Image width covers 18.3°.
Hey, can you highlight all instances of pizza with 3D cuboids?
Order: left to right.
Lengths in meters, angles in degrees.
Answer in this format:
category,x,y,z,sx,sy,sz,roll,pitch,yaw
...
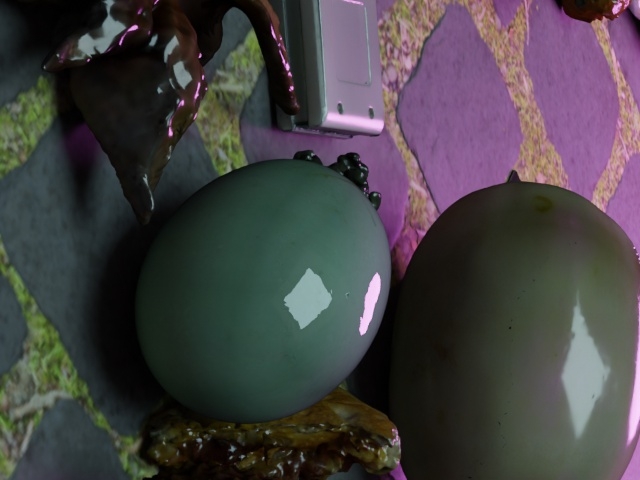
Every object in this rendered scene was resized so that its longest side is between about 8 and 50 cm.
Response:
category,x,y,z,sx,sy,sz,roll,pitch,yaw
pizza,-0.044,0.148,1.439,0.194,0.154,0.069,-7,113,-34

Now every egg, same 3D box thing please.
category,x,y,z,sx,sy,sz,roll,pitch,yaw
egg,-0.037,0.033,1.395,0.231,0.168,0.168,-50,126,-52

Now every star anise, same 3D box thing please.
category,x,y,z,sx,sy,sz,roll,pitch,yaw
star anise,-0.115,-0.177,1.375,0.292,0.109,0.349,-56,131,-42

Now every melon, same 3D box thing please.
category,x,y,z,sx,sy,sz,roll,pitch,yaw
melon,0.169,0.098,1.682,0.223,0.223,0.317,38,52,-50

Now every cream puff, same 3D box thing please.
category,x,y,z,sx,sy,sz,roll,pitch,yaw
cream puff,0.295,-0.286,2.109,0.116,0.122,0.094,5,66,-19

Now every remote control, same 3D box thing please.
category,x,y,z,sx,sy,sz,roll,pitch,yaw
remote control,-0.003,-0.224,1.628,0.103,0.055,0.277,2,83,-59

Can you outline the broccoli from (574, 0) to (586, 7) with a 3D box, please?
category,x,y,z,sx,sy,sz,roll,pitch,yaw
broccoli,0.287,-0.416,1.931,0.281,0.293,0.348,31,56,-50

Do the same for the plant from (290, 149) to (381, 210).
category,x,y,z,sx,sy,sz,roll,pitch,yaw
plant,0.000,0.000,1.546,0.092,0.094,0.143,33,61,-46

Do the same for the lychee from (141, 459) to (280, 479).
category,x,y,z,sx,sy,sz,roll,pitch,yaw
lychee,-0.065,0.229,1.290,0.188,0.188,0.188,20,66,-57

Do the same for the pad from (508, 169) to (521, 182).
category,x,y,z,sx,sy,sz,roll,pitch,yaw
pad,0.212,0.052,1.983,0.211,0.003,0.143,63,35,-30

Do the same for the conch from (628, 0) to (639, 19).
category,x,y,z,sx,sy,sz,roll,pitch,yaw
conch,0.440,-0.283,2.322,0.200,0.131,0.172,29,60,-55
